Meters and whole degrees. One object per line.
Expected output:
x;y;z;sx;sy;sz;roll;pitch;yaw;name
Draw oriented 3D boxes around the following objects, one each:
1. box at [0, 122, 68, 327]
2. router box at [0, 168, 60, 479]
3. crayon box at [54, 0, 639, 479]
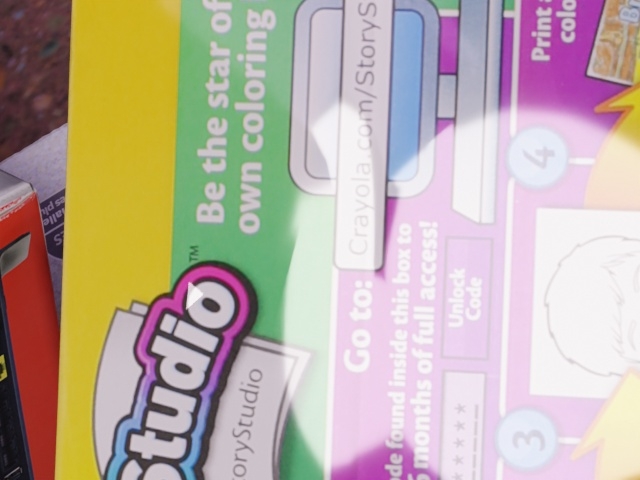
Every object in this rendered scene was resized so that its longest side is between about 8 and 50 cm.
0.000;0.000;0.731;0.247;0.142;0.163;-29;54;6;box
-0.233;0.066;0.704;0.335;0.301;0.082;23;42;34;router box
0.076;0.020;0.570;0.313;0.106;0.362;3;90;9;crayon box
